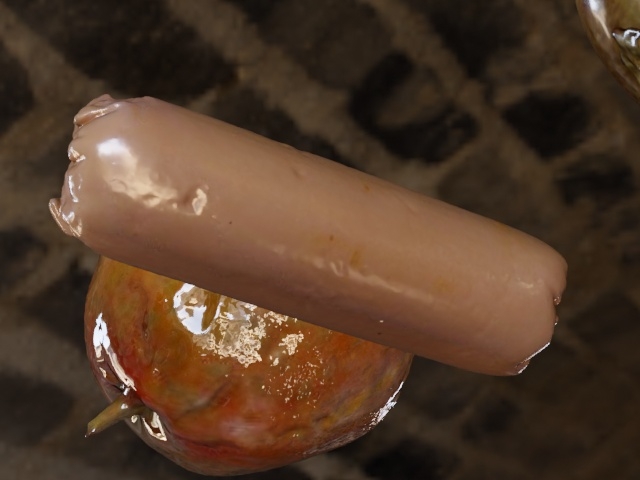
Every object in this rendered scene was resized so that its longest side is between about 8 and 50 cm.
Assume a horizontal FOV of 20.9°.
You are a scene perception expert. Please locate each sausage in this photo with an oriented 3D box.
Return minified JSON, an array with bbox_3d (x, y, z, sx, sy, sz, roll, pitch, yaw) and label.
[{"bbox_3d":[-0.001,0.001,0.908,0.289,0.086,0.086,19,-27,-22],"label":"sausage"}]

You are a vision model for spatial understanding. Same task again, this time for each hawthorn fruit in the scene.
[{"bbox_3d":[-0.076,0.077,1.406,0.298,0.277,0.277,-40,0,-30],"label":"hawthorn fruit"}]

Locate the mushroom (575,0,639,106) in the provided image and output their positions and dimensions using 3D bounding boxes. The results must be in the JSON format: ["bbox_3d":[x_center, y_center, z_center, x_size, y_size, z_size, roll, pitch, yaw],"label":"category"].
[{"bbox_3d":[0.259,-0.126,0.844,0.278,0.297,0.163,-37,-25,-18],"label":"mushroom"}]
